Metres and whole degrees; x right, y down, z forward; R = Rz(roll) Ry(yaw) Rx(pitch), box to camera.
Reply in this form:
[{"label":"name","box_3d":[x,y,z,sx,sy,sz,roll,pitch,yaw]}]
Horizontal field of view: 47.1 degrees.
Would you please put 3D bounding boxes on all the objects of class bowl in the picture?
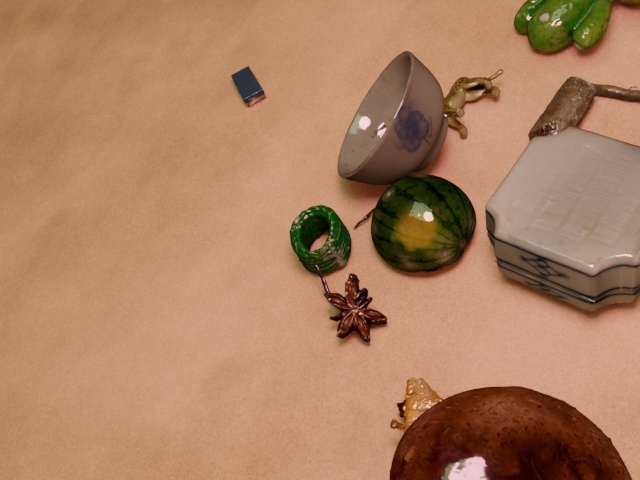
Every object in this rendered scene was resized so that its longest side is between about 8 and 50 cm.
[{"label":"bowl","box_3d":[0.167,-0.227,1.508,0.289,0.146,0.289,-57,17,27]}]

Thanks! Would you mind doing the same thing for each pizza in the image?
[{"label":"pizza","box_3d":[0.176,0.312,1.192,0.154,0.069,0.194,-21,49,5]}]

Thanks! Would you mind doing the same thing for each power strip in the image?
[{"label":"power strip","box_3d":[-0.185,-0.395,1.876,0.056,0.032,0.123,-28,50,0]}]

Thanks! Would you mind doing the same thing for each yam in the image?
[{"label":"yam","box_3d":[0.490,-0.255,1.476,0.078,0.078,0.179,25,67,34]},{"label":"yam","box_3d":[0.628,-0.293,1.480,0.234,0.027,0.029,21,39,32]}]

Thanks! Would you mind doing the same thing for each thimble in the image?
[{"label":"thimble","box_3d":[0.000,0.000,1.477,0.118,0.090,0.130,-34,49,-1]}]

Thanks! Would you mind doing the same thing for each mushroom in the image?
[{"label":"mushroom","box_3d":[0.277,0.355,1.011,0.239,0.345,0.345,-24,37,56]}]

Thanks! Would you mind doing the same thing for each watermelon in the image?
[{"label":"watermelon","box_3d":[0.184,-0.052,1.419,0.204,0.127,0.232,-38,45,-3]}]

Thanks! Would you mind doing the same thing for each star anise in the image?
[{"label":"star anise","box_3d":[0.044,0.112,1.385,0.097,0.070,0.190,-33,70,0]}]

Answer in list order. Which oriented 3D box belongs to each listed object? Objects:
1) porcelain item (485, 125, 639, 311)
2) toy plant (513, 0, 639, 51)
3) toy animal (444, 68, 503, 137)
[{"label":"porcelain item","box_3d":[0.453,-0.037,1.277,0.281,0.157,0.286,24,67,32]},{"label":"toy plant","box_3d":[0.587,-0.528,1.599,0.316,0.184,0.224,-40,44,12]},{"label":"toy animal","box_3d":[0.300,-0.314,1.600,0.181,0.073,0.136,-48,42,-11]}]
